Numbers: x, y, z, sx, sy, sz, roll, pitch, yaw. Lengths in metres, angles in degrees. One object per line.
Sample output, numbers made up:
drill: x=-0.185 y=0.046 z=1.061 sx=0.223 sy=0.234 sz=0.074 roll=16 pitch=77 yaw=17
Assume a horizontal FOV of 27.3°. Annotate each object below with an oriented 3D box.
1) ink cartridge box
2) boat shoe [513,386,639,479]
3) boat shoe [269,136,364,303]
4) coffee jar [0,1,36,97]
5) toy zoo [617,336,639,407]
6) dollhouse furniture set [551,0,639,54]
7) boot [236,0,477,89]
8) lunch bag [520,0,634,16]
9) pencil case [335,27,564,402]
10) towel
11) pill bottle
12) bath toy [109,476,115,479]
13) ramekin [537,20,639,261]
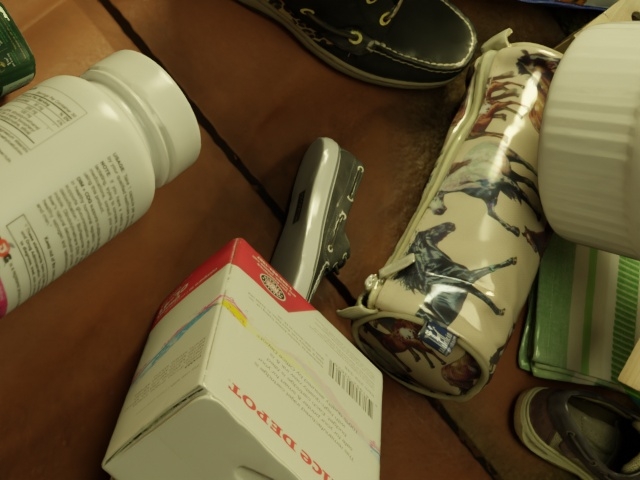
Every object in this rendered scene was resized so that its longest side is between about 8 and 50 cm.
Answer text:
ink cartridge box: x=-0.059 y=0.164 z=1.230 sx=0.226 sy=0.131 sz=0.306 roll=46 pitch=20 yaw=-15
boat shoe: x=0.361 y=0.252 z=1.571 sx=0.285 sy=0.092 sz=0.102 roll=30 pitch=66 yaw=-22
boat shoe: x=0.000 y=0.000 z=1.428 sx=0.076 sy=0.080 sz=0.228 roll=24 pitch=61 yaw=-23
coffee jar: x=-0.368 y=-0.152 z=1.238 sx=0.184 sy=0.079 sz=0.096 roll=-35 pitch=101 yaw=-32
toy zoo: x=0.424 y=0.115 z=1.529 sx=0.192 sy=0.030 sz=0.293 roll=-60 pitch=153 yaw=-4
dollhouse furniture set: x=0.367 y=-0.183 z=1.630 sx=0.129 sy=0.129 sz=0.183 roll=-38 pitch=93 yaw=-30
boot: x=0.062 y=-0.300 z=1.395 sx=0.377 sy=0.284 sz=0.138 roll=28 pitch=68 yaw=-21
lunch bag: x=0.316 y=-0.480 z=1.620 sx=0.328 sy=0.239 sz=0.385 roll=1 pitch=96 yaw=-31
pencil case: x=0.177 y=-0.034 z=1.484 sx=0.183 sy=0.160 sz=0.410 roll=42 pitch=62 yaw=-33
towel: x=0.396 y=0.082 z=1.661 sx=0.325 sy=0.038 sz=0.247 roll=17 pitch=72 yaw=-25
pill bottle: x=-0.258 y=-0.055 z=1.234 sx=0.283 sy=0.160 sz=0.160 roll=-38 pitch=100 yaw=-30
bath toy: x=-0.252 y=0.295 z=1.191 sx=0.348 sy=0.151 sz=0.129 roll=-23 pitch=127 yaw=-35
ramekin: x=0.346 y=-0.110 z=1.441 sx=0.277 sy=0.135 sz=0.277 roll=-24 pitch=119 yaw=-53
